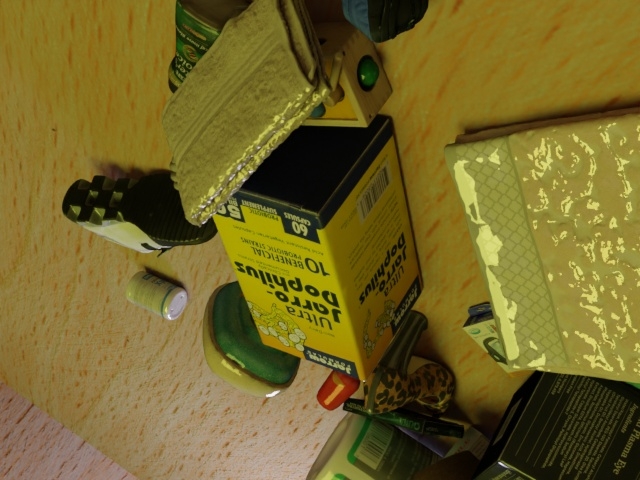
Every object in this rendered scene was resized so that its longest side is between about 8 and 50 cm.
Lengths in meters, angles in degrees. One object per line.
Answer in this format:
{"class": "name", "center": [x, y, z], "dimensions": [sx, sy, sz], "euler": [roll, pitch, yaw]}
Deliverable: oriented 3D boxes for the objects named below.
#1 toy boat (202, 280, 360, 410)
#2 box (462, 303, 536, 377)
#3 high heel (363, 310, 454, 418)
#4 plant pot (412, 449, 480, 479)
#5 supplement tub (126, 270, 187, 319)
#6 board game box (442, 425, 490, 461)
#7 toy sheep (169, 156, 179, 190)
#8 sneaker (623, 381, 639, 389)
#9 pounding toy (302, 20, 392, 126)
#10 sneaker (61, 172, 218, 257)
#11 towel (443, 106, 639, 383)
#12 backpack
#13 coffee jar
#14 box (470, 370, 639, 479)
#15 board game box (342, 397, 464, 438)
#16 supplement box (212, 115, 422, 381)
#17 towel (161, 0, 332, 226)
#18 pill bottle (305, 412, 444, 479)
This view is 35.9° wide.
{"class": "toy boat", "center": [-0.051, 0.176, 1.710], "dimensions": [0.318, 0.267, 0.148], "euler": [30, 115, -19]}
{"class": "box", "center": [0.278, 0.151, 1.500], "dimensions": [0.136, 0.028, 0.081], "euler": [42, 148, -14]}
{"class": "high heel", "center": [0.139, 0.265, 1.630], "dimensions": [0.093, 0.186, 0.261], "euler": [12, 141, 32]}
{"class": "plant pot", "center": [0.248, 0.471, 1.617], "dimensions": [0.231, 0.215, 0.215], "euler": [66, 155, 20]}
{"class": "supplement tub", "center": [-0.330, 0.111, 1.991], "dimensions": [0.107, 0.071, 0.071], "euler": [22, 146, 21]}
{"class": "board game box", "center": [0.286, 0.554, 1.760], "dimensions": [0.318, 0.319, 0.066], "euler": [43, 177, -9]}
{"class": "toy sheep", "center": [-0.195, -0.107, 1.563], "dimensions": [0.091, 0.091, 0.132], "euler": [-2, 117, 45]}
{"class": "sneaker", "center": [0.481, 0.151, 1.244], "dimensions": [0.302, 0.108, 0.121], "euler": [11, 150, 37]}
{"class": "pounding toy", "center": [0.014, -0.203, 1.214], "dimensions": [0.141, 0.100, 0.130], "euler": [7, 138, 38]}
{"class": "sneaker", "center": [-0.286, -0.037, 1.733], "dimensions": [0.330, 0.123, 0.146], "euler": [10, 158, 34]}
{"class": "towel", "center": [0.314, 0.016, 1.158], "dimensions": [0.316, 0.053, 0.332], "euler": [-3, 111, 45]}
{"class": "backpack", "center": [0.066, -0.285, 1.066], "dimensions": [0.101, 0.098, 0.120], "euler": [49, 162, 40]}
{"class": "coffee jar", "center": [-0.152, -0.255, 1.327], "dimensions": [0.096, 0.079, 0.184], "euler": [32, 149, 6]}
{"class": "box", "center": [0.403, 0.338, 1.404], "dimensions": [0.312, 0.179, 0.343], "euler": [28, 164, 11]}
{"class": "board game box", "center": [0.149, 0.319, 1.774], "dimensions": [0.186, 0.026, 0.126], "euler": [8, 173, 44]}
{"class": "supplement box", "center": [0.000, 0.000, 1.406], "dimensions": [0.194, 0.195, 0.357], "euler": [17, 144, 29]}
{"class": "towel", "center": [-0.101, -0.166, 1.200], "dimensions": [0.049, 0.187, 0.282], "euler": [14, 135, -39]}
{"class": "pill bottle", "center": [0.167, 0.492, 1.884], "dimensions": [0.361, 0.204, 0.204], "euler": [35, 149, 0]}
